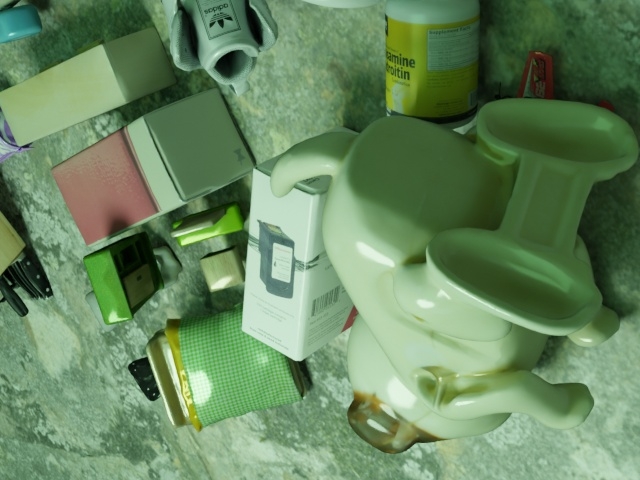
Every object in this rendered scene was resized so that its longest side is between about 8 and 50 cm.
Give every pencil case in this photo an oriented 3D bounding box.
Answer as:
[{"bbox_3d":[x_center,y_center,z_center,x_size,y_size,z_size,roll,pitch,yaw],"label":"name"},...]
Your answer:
[{"bbox_3d":[-0.529,-0.148,1.962,0.206,0.086,0.088,-26,77,46],"label":"pencil case"}]

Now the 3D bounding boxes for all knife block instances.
[{"bbox_3d":[-0.540,0.006,1.999,0.242,0.088,0.276,30,145,3],"label":"knife block"}]

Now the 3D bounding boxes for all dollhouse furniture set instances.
[{"bbox_3d":[-0.161,0.122,1.678,0.197,0.151,0.301,-16,99,12],"label":"dollhouse furniture set"}]

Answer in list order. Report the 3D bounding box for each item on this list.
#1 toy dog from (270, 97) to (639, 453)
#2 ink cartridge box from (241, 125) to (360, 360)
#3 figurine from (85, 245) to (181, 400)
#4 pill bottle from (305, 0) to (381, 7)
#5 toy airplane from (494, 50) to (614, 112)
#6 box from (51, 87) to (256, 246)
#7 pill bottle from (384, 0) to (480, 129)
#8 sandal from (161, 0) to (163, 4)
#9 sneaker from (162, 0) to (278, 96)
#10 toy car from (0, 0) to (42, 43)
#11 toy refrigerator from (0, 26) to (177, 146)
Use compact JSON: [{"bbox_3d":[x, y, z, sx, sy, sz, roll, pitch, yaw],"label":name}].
[{"bbox_3d":[0.130,0.077,1.344,0.395,0.284,0.408,8,142,6],"label":"toy dog"},{"bbox_3d":[0.000,0.000,1.516,0.100,0.172,0.237,26,126,29],"label":"ink cartridge box"},{"bbox_3d":[-0.265,0.129,1.882,0.215,0.092,0.209,57,139,4],"label":"figurine"},{"bbox_3d":[0.028,-0.392,1.309,0.146,0.146,0.264,29,128,27],"label":"pill bottle"},{"bbox_3d":[0.253,-0.134,1.329,0.151,0.028,0.151,24,131,30],"label":"toy airplane"},{"bbox_3d":[-0.229,-0.097,1.683,0.232,0.148,0.127,-21,96,44],"label":"box"},{"bbox_3d":[0.121,-0.219,1.347,0.103,0.103,0.184,17,121,35],"label":"pill bottle"},{"bbox_3d":[-0.179,-0.312,1.605,0.067,0.040,0.179,-3,109,42],"label":"sandal"},{"bbox_3d":[-0.126,-0.326,1.369,0.366,0.137,0.210,82,172,-60],"label":"sneaker"},{"bbox_3d":[-0.535,-0.380,1.818,0.238,0.210,0.219,-173,65,-71],"label":"toy car"},{"bbox_3d":[-0.335,-0.218,1.748,0.269,0.102,0.094,-12,103,45],"label":"toy refrigerator"}]
